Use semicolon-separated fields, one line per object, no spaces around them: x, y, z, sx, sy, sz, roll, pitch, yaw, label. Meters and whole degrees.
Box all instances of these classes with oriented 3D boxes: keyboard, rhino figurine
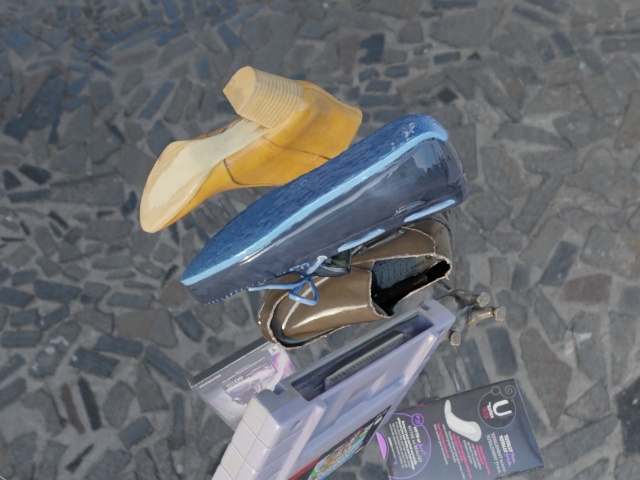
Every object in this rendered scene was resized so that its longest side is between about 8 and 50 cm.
0.270;0.009;1.632;0.038;0.100;0.192;-6;63;31;keyboard
0.190;0.144;1.225;0.243;0.073;0.106;-20;9;-28;rhino figurine

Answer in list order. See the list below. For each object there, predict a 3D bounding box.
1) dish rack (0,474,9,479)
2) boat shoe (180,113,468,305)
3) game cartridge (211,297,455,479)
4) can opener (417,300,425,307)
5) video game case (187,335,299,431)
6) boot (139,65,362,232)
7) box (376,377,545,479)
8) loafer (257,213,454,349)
-0.442;0.385;0.895;0.271;0.074;0.208;31;41;5;dish rack
0.000;0.000;0.590;0.258;0.089;0.109;-26;27;26;boat shoe
0.017;0.214;0.880;0.068;0.230;0.355;37;33;25;game cartridge
0.223;0.228;1.676;0.095;0.283;0.076;22;56;-1;can opener
-0.142;0.308;1.538;0.196;0.274;0.026;-30;53;-5;video game case
-0.090;-0.094;0.984;0.295;0.211;0.104;-45;51;26;boot
0.250;0.371;1.338;0.270;0.143;0.165;-17;75;4;box
0.034;0.045;0.712;0.220;0.080;0.078;-32;29;9;loafer
